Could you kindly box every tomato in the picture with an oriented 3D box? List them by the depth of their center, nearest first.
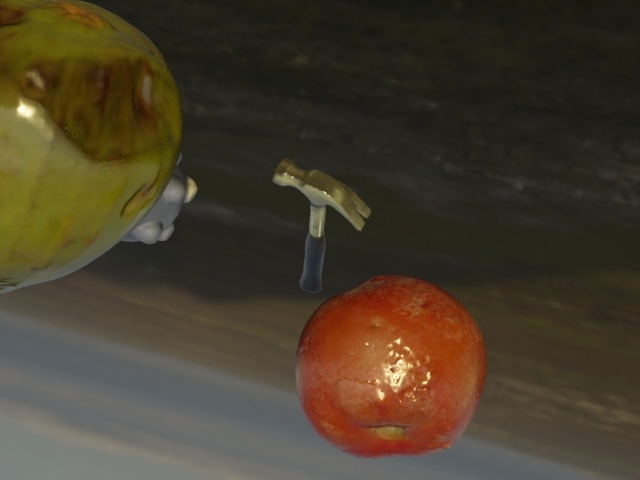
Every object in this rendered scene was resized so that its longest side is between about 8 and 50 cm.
[{"bbox_3d":[0.076,0.132,1.482,0.208,0.184,0.208,2,143,1],"label":"tomato"}]

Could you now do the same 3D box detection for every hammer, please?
[{"bbox_3d":[0.000,0.000,1.499,0.103,0.029,0.246,24,153,11],"label":"hammer"}]

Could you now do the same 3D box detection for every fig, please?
[{"bbox_3d":[-0.243,-0.073,1.161,0.239,0.271,0.239,18,-151,-11],"label":"fig"}]

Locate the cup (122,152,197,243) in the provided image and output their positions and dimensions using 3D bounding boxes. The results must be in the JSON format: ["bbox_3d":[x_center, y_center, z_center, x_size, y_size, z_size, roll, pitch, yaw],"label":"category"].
[{"bbox_3d":[-0.224,-0.084,1.655,0.142,0.173,0.134,32,-158,5],"label":"cup"}]
